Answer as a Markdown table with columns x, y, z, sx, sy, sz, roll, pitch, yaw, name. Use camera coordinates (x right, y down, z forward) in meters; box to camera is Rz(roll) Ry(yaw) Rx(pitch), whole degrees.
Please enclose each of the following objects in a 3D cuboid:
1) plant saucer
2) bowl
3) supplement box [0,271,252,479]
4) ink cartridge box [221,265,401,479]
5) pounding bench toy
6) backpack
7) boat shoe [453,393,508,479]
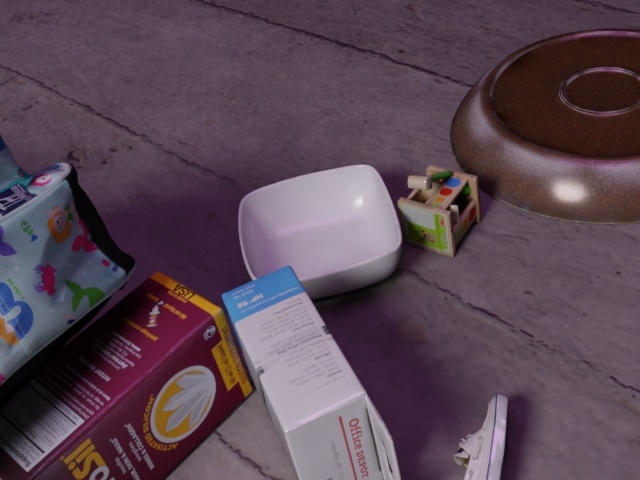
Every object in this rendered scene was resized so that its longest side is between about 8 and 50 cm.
| x | y | z | sx | sy | sz | roll | pitch | yaw | name |
| --- | --- | --- | --- | --- | --- | --- | --- | --- | --- |
| 0.286 | -0.135 | 0.847 | 0.311 | 0.050 | 0.310 | -7 | 42 | 7 | plant saucer |
| 0.000 | 0.000 | 0.767 | 0.142 | 0.053 | 0.142 | -13 | 40 | -1 | bowl |
| -0.151 | 0.127 | 0.625 | 0.081 | 0.104 | 0.188 | 24 | 54 | 35 | supplement box |
| -0.007 | 0.116 | 0.598 | 0.060 | 0.104 | 0.180 | -22 | 41 | -10 | ink cartridge box |
| 0.109 | -0.041 | 0.759 | 0.052 | 0.083 | 0.065 | 18 | 51 | 32 | pounding bench toy |
| -0.281 | 0.047 | 0.561 | 0.225 | 0.191 | 0.253 | -13 | 32 | 36 | backpack |
| 0.111 | 0.149 | 0.584 | 0.035 | 0.035 | 0.100 | 6 | 51 | 17 | boat shoe |
